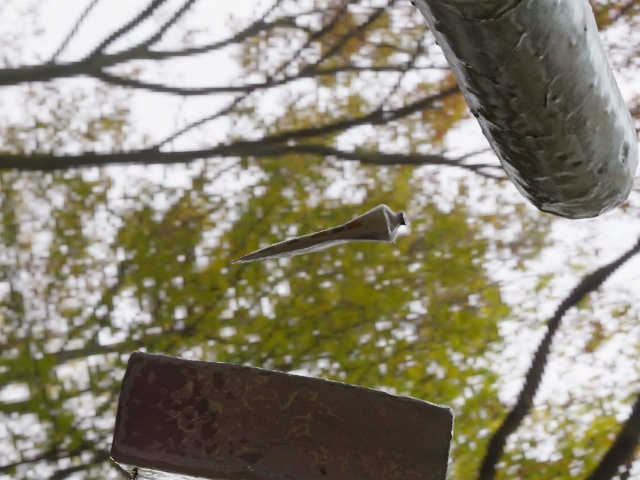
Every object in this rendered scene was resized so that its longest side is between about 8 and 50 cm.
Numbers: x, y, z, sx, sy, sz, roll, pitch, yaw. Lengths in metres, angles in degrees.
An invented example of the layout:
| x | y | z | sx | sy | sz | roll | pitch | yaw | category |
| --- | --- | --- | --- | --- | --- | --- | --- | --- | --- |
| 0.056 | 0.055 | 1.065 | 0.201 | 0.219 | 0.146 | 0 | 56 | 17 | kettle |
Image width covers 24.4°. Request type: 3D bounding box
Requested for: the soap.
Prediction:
| x | y | z | sx | sy | sz | roll | pitch | yaw | category |
| --- | --- | --- | --- | --- | --- | --- | --- | --- | --- |
| -0.029 | 0.192 | 1.341 | 0.296 | 0.285 | 0.107 | 95 | 5 | -77 | soap |

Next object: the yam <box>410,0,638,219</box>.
| x | y | z | sx | sy | sz | roll | pitch | yaw | category |
| --- | --- | --- | --- | --- | --- | --- | --- | --- | --- |
| 0.123 | -0.103 | 0.871 | 0.093 | 0.259 | 0.093 | -11 | -121 | 18 | yam |

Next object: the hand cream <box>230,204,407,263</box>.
| x | y | z | sx | sy | sz | roll | pitch | yaw | category |
| --- | --- | --- | --- | --- | --- | --- | --- | --- | --- |
| 0.000 | 0.000 | 1.357 | 0.165 | 0.057 | 0.037 | -14 | -94 | 16 | hand cream |
